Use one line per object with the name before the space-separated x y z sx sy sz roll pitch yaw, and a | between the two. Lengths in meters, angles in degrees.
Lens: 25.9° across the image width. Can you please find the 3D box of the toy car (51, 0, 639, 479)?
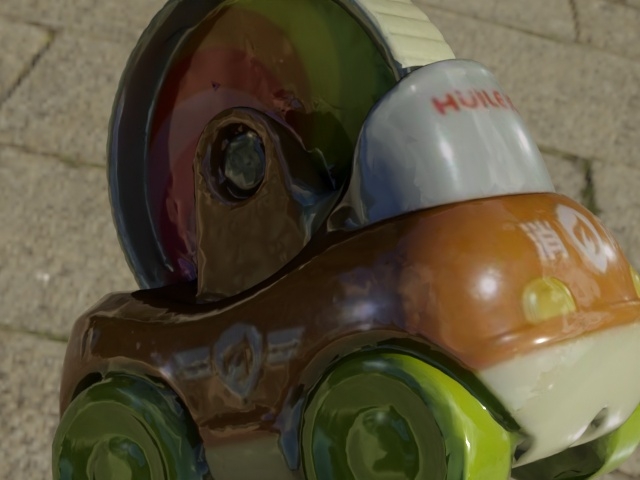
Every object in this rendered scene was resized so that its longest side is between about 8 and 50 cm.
toy car | 0.000 0.000 0.516 0.235 0.235 0.145 33 21 30
